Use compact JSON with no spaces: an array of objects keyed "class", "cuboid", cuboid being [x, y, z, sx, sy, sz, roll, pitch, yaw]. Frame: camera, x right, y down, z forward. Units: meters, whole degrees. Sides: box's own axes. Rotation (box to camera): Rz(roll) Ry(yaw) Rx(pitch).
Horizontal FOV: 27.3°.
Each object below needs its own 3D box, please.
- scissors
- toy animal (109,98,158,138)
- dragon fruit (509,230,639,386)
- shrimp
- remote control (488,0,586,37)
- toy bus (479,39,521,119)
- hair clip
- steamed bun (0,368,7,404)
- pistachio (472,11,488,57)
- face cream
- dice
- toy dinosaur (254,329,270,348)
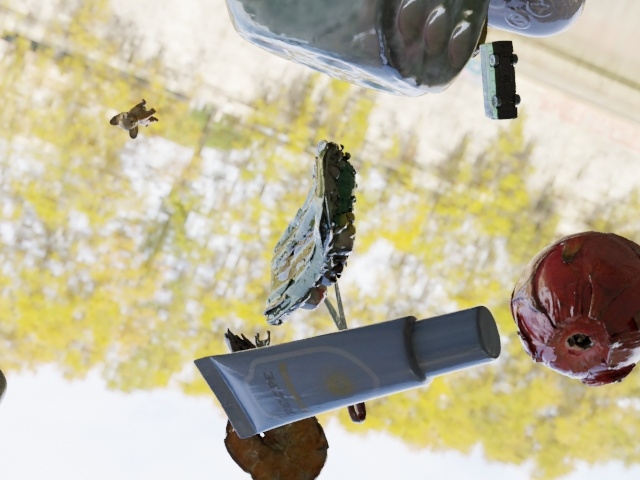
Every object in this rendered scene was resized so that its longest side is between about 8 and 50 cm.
[{"class":"scissors","cuboid":[0.038,0.142,1.988,0.017,0.248,0.144,-10,-155,23]},{"class":"toy animal","cuboid":[-0.359,-0.230,2.545,0.060,0.083,0.081,45,156,6]},{"class":"dragon fruit","cuboid":[0.403,0.098,1.989,0.241,0.241,0.252,28,-156,30]},{"class":"shrimp","cuboid":[-0.108,0.299,2.296,0.317,0.164,0.062,56,159,21]},{"class":"remote control","cuboid":[0.333,-0.484,2.451,0.332,0.221,0.103,19,-128,23]},{"class":"toy bus","cuboid":[0.189,-0.169,1.401,0.031,0.083,0.037,-6,-175,-24]},{"class":"hair clip","cuboid":[0.002,0.000,1.714,0.091,0.138,0.321,11,149,-11]},{"class":"steamed bun","cuboid":[-0.640,0.279,2.170,0.211,0.144,0.218,24,-143,-8]},{"class":"pistachio","cuboid":[0.264,-0.415,2.361,0.049,0.173,0.089,8,-175,32]},{"class":"face cream","cuboid":[0.033,0.157,1.630,0.136,0.385,0.086,61,-153,-25]},{"class":"dice","cuboid":[0.070,-0.432,2.144,0.348,0.331,0.328,22,-177,33]},{"class":"toy dinosaur","cuboid":[-0.106,0.208,2.441,0.029,0.060,0.120,-5,-162,4]}]
